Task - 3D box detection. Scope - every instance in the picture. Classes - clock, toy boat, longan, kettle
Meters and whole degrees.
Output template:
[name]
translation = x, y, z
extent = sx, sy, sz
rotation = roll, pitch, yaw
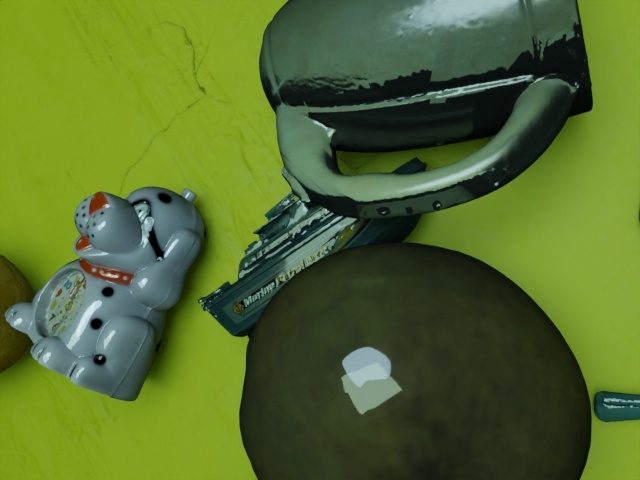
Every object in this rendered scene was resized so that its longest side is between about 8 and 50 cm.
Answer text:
[clock]
translation = -0.236, 0.041, 0.807
extent = 0.189, 0.189, 0.253
rotation = 31, 91, 17
[toy boat]
translation = -0.003, -0.002, 0.756
extent = 0.296, 0.114, 0.122
rotation = -37, 85, 12
[longan]
translation = 0.083, 0.150, 0.628
extent = 0.319, 0.319, 0.318
rotation = -1, 86, 17
[kettle]
translation = 0.090, -0.165, 0.669
extent = 0.325, 0.228, 0.320
rotation = -11, 62, 21

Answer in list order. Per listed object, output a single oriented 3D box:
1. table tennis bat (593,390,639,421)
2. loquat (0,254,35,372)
[table tennis bat]
translation = 0.379, 0.165, 0.654
extent = 0.201, 0.033, 0.124
rotation = -6, 56, 25
[loquat]
translation = -0.481, 0.101, 0.853
extent = 0.208, 0.208, 0.207
rotation = -1, 86, 17
